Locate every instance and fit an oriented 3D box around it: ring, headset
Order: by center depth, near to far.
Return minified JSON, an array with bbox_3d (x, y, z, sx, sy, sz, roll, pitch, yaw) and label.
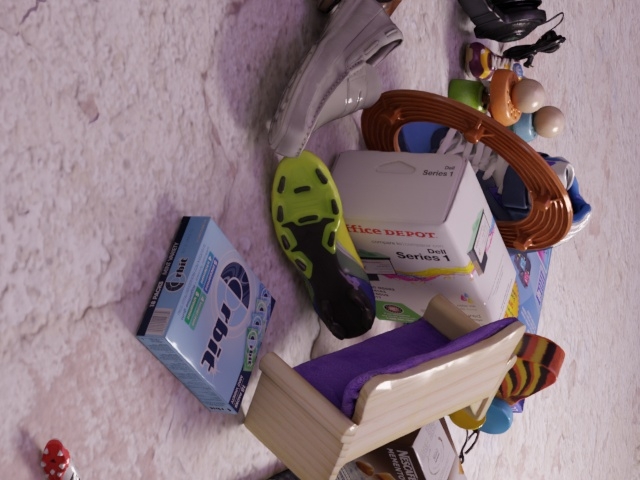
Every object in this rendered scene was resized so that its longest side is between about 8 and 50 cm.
[{"bbox_3d":[0.197,-0.088,1.631,0.032,0.337,0.336,-55,141,-20],"label":"ring"},{"bbox_3d":[0.322,-0.452,2.100,0.394,0.185,0.243,32,55,-42],"label":"headset"}]

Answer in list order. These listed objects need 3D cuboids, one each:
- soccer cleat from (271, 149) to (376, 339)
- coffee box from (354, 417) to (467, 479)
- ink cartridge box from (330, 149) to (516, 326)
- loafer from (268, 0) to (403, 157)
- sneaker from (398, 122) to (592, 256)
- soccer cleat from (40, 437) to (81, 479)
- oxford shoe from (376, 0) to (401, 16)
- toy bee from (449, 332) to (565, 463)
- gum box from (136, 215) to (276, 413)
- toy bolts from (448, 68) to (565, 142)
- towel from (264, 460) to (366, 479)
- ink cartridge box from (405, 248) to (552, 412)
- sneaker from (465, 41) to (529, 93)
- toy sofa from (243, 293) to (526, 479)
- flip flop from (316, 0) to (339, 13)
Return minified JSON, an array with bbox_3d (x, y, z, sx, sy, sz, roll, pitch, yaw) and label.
[{"bbox_3d":[-0.001,0.001,1.536,0.121,0.093,0.289,-102,173,-61],"label":"soccer cleat"},{"bbox_3d":[0.123,0.330,1.701,0.098,0.141,0.246,-58,141,-37],"label":"coffee box"},{"bbox_3d":[0.141,0.004,1.654,0.278,0.201,0.117,58,45,-47],"label":"ink cartridge box"},{"bbox_3d":[0.027,-0.210,1.499,0.112,0.111,0.319,-52,-173,49],"label":"loafer"},{"bbox_3d":[0.266,-0.115,1.738,0.323,0.236,0.130,47,53,-15],"label":"sneaker"},{"bbox_3d":[-0.246,0.222,1.109,0.035,0.029,0.083,-54,141,-60],"label":"soccer cleat"},{"bbox_3d":[0.090,-0.367,1.706,0.212,0.076,0.076,-56,168,-50],"label":"oxford shoe"},{"bbox_3d":[0.218,0.221,1.715,0.298,0.162,0.195,-56,-177,26],"label":"toy bee"},{"bbox_3d":[-0.125,0.087,1.319,0.184,0.041,0.157,58,42,-49],"label":"gum box"},{"bbox_3d":[0.345,-0.195,2.088,0.228,0.159,0.218,-5,96,-63],"label":"toy bolts"},{"bbox_3d":[0.026,0.443,1.488,0.324,0.056,0.312,62,24,10],"label":"towel"},{"bbox_3d":[0.269,0.118,1.976,0.270,0.151,0.395,51,49,-52],"label":"ink cartridge box"},{"bbox_3d":[0.326,-0.319,2.126,0.185,0.084,0.069,18,75,-62],"label":"sneaker"},{"bbox_3d":[0.091,0.166,1.476,0.363,0.150,0.177,-15,134,-46],"label":"toy sofa"},{"bbox_3d":[0.031,-0.442,1.541,0.112,0.080,0.277,-61,163,-72],"label":"flip flop"}]
